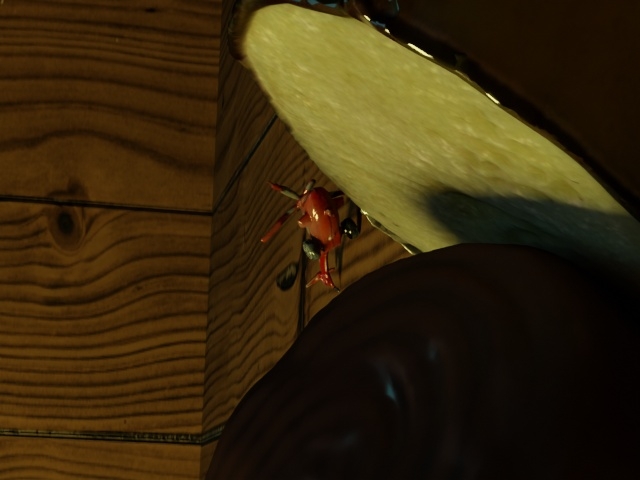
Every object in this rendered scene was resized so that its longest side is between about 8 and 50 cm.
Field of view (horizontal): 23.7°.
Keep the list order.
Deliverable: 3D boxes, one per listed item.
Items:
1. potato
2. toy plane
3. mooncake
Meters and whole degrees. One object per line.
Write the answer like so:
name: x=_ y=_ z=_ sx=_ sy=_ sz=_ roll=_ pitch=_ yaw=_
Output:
potato: x=0.144 y=-0.150 z=0.886 sx=0.296 sy=0.290 sz=0.397 roll=-59 pitch=-34 yaw=-10
toy plane: x=-0.007 y=0.003 z=1.802 sx=0.077 sy=0.126 sz=0.194 roll=50 pitch=141 yaw=34
mooncake: x=0.055 y=0.165 z=0.876 sx=0.326 sy=0.174 sz=0.334 roll=-7 pitch=52 yaw=55
